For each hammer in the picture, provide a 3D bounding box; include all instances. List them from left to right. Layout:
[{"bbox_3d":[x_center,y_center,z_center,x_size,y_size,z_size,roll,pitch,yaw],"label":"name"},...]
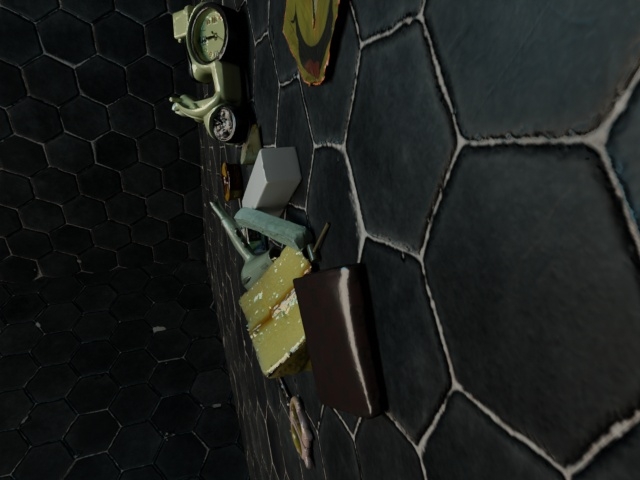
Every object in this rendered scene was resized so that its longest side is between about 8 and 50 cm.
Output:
[{"bbox_3d":[0.000,0.000,0.848,0.110,0.019,0.035,119,140,-52],"label":"hammer"}]

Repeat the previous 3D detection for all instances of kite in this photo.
[{"bbox_3d":[-0.016,-0.414,0.738,0.377,0.013,0.327,-148,53,-70],"label":"kite"}]

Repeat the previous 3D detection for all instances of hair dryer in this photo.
[{"bbox_3d":[-0.169,0.005,1.118,0.229,0.092,0.267,-7,111,57],"label":"hair dryer"}]

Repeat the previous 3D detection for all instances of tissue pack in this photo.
[{"bbox_3d":[-0.203,-0.016,1.345,0.085,0.079,0.110,164,98,-73],"label":"tissue pack"}]

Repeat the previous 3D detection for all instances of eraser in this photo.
[{"bbox_3d":[-0.119,-0.111,1.061,0.298,0.078,0.076,136,125,-67],"label":"eraser"}]

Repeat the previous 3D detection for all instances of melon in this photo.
[{"bbox_3d":[-0.201,-0.251,1.301,0.182,0.054,0.097,163,105,-71],"label":"melon"}]

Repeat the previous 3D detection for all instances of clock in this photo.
[{"bbox_3d":[-0.316,-0.468,1.321,0.277,0.120,0.378,8,100,37],"label":"clock"}]

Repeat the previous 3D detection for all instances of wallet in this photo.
[{"bbox_3d":[0.028,0.157,0.742,0.182,0.049,0.229,-19,80,56],"label":"wallet"}]

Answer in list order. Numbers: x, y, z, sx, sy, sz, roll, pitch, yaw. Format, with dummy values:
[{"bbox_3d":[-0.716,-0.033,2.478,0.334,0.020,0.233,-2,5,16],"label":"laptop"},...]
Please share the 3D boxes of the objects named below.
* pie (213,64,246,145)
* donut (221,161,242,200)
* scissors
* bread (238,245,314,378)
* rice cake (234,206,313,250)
[{"bbox_3d":[-0.289,-0.440,1.469,0.306,0.071,0.306,172,90,-73],"label":"pie"},{"bbox_3d":[-0.312,-0.209,1.638,0.140,0.059,0.140,174,90,-72],"label":"donut"},{"bbox_3d":[-0.077,0.449,1.228,0.317,0.024,0.160,-136,42,-63],"label":"scissors"},{"bbox_3d":[-0.076,0.123,0.923,0.240,0.136,0.178,-120,29,-48],"label":"bread"},{"bbox_3d":[-0.103,-0.027,0.979,0.245,0.045,0.042,21,152,49],"label":"rice cake"}]
